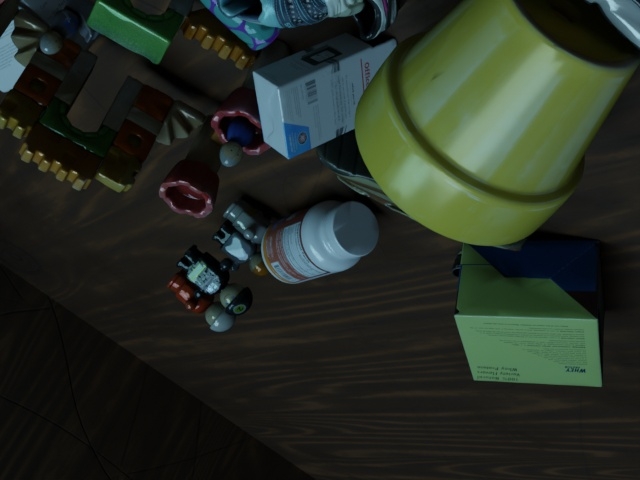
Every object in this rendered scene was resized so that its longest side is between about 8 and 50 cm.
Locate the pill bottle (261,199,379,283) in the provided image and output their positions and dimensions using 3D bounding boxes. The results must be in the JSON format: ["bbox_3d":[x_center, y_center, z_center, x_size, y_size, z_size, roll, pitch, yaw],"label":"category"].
[{"bbox_3d":[0.000,0.000,1.548,0.121,0.121,0.216,39,151,-20],"label":"pill bottle"}]

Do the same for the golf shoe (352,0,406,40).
[{"bbox_3d":[0.032,-0.307,1.008,0.068,0.086,0.186,0,141,44],"label":"golf shoe"}]

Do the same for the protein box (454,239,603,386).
[{"bbox_3d":[0.320,0.110,1.376,0.200,0.135,0.201,0,144,20],"label":"protein box"}]

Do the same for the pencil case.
[{"bbox_3d":[-0.112,-0.313,1.157,0.070,0.064,0.152,-39,119,15],"label":"pencil case"}]

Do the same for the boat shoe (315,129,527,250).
[{"bbox_3d":[0.146,-0.084,1.282,0.324,0.122,0.120,29,169,10],"label":"boat shoe"}]

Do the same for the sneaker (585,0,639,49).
[{"bbox_3d":[0.269,-0.287,0.836,0.279,0.107,0.118,32,135,-14],"label":"sneaker"}]

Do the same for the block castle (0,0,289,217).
[{"bbox_3d":[-0.296,-0.221,1.251,0.453,0.212,0.303,29,146,-16],"label":"block castle"}]

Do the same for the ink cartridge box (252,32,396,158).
[{"bbox_3d":[0.011,-0.189,1.155,0.060,0.180,0.104,38,146,43],"label":"ink cartridge box"}]

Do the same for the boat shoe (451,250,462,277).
[{"bbox_3d":[0.277,0.055,1.472,0.133,0.042,0.049,14,148,23],"label":"boat shoe"}]

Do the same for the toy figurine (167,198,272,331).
[{"bbox_3d":[-0.161,0.049,1.688,0.148,0.209,0.213,41,153,0],"label":"toy figurine"}]

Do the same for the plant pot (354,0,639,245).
[{"bbox_3d":[0.197,-0.161,0.964,0.254,0.254,0.239,30,137,-4],"label":"plant pot"}]

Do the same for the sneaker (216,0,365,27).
[{"bbox_3d":[-0.067,-0.294,0.987,0.283,0.122,0.110,42,152,58],"label":"sneaker"}]

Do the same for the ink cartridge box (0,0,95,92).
[{"bbox_3d":[-0.529,-0.368,1.455,0.296,0.066,0.261,-6,139,48],"label":"ink cartridge box"}]
